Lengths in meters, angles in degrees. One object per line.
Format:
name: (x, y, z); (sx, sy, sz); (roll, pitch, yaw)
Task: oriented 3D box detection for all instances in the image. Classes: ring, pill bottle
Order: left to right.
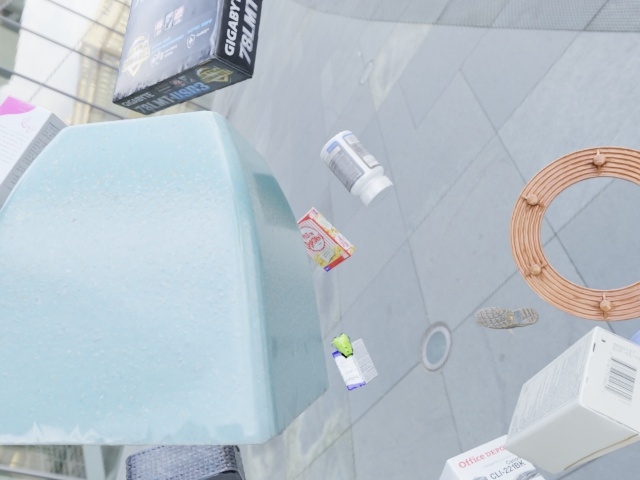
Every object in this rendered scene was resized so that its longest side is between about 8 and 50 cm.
pill bottle: (0.070, -0.133, 0.981); (0.078, 0.137, 0.078); (-36, -14, -10)
ring: (0.537, -0.014, 0.991); (0.032, 0.336, 0.337); (8, -73, -66)

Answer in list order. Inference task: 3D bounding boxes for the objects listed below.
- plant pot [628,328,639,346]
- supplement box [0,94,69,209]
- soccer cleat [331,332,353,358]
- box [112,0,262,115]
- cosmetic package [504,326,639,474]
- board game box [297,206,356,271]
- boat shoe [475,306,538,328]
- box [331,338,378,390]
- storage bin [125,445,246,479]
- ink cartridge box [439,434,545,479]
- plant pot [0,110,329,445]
plant pot: (0.753, 0.259, 1.026); (0.236, 0.236, 0.212); (5, 61, 55)
supplement box: (-0.526, -0.120, 0.893); (0.220, 0.111, 0.114); (-62, -20, -12)
soccer cleat: (0.070, 0.323, 1.577); (0.060, 0.072, 0.179); (-29, -13, -3)
box: (-0.191, -0.355, 0.763); (0.295, 0.073, 0.294); (0, 81, 45)
cosmetic package: (0.468, 0.306, 0.960); (0.160, 0.113, 0.309); (-57, -14, -31)
board game box: (0.000, 0.000, 1.692); (0.146, 0.193, 0.045); (-39, 10, 50)
boat shoe: (0.551, 0.237, 1.548); (0.060, 0.177, 0.064); (67, -158, -62)
box: (0.115, 0.410, 1.723); (0.072, 0.126, 0.137); (-30, 78, 22)
storage bin: (-0.224, 0.400, 0.878); (0.084, 0.180, 0.122); (-116, 13, -45)
ink cartridge box: (0.438, 0.623, 1.217); (0.273, 0.196, 0.114); (-128, 34, -47)
plant pot: (-0.136, 0.028, 0.477); (0.247, 0.247, 0.253); (34, -127, -78)
